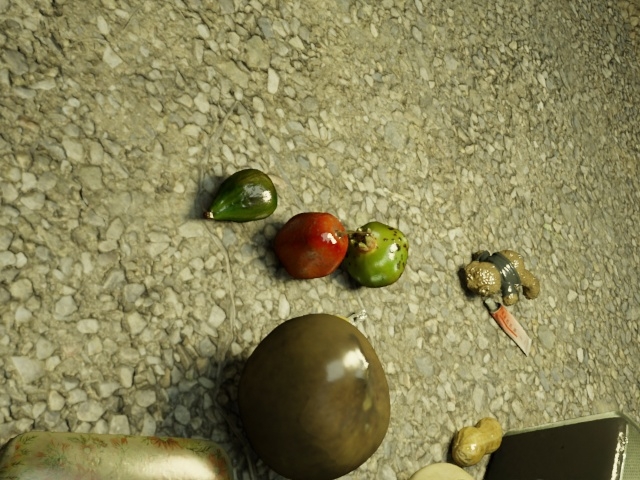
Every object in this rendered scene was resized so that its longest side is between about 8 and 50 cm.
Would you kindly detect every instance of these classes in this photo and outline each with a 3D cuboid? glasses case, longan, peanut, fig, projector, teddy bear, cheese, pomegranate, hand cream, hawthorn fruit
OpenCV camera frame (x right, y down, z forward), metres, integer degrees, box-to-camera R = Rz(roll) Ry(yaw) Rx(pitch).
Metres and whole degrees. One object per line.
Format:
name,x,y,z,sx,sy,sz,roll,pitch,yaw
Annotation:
glasses case,-0.335,0.408,1.314,0.425,0.098,0.157,14,59,-36
longan,-0.012,0.300,1.504,0.318,0.319,0.319,17,62,-35
peanut,0.387,0.493,1.922,0.192,0.089,0.089,-13,81,-48
fig,-0.180,-0.083,1.658,0.177,0.117,0.117,-27,91,-27
projector,0.571,0.643,1.799,0.242,0.395,0.405,45,48,-17
teddy bear,0.503,0.087,2.153,0.251,0.129,0.182,-6,38,-39
cheese,0.052,0.199,1.780,0.162,0.036,0.086,-28,93,-43
pomegranate,0.124,0.024,1.819,0.205,0.159,0.159,42,43,-58
hand cream,0.529,0.238,2.186,0.216,0.038,0.052,46,76,-22
hawthorn fruit,0.000,0.000,1.702,0.162,0.203,0.163,20,57,-33

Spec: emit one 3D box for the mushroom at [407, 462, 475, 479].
mushroom,0.287,0.608,1.705,0.246,0.202,0.246,20,52,-27
